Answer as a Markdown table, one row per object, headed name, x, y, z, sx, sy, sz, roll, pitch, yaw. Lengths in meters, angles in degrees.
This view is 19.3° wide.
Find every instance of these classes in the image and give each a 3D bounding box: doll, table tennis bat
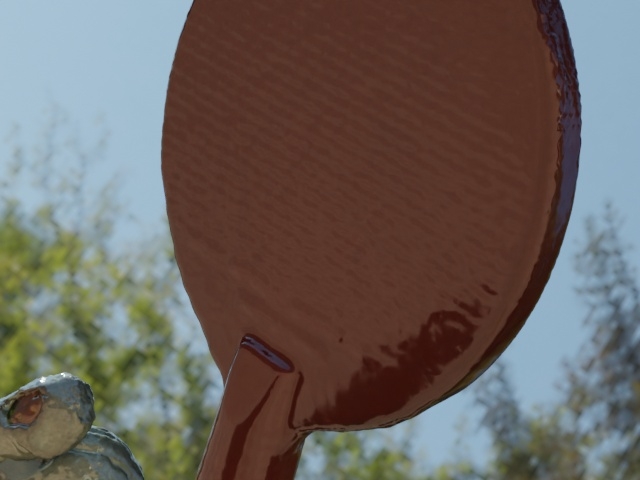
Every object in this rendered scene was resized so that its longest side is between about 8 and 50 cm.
| name | x | y | z | sx | sy | sz | roll | pitch | yaw |
| --- | --- | --- | --- | --- | --- | --- | --- | --- | --- |
| doll | -0.137 | 0.146 | 0.945 | 0.103 | 0.071 | 0.214 | -1 | -49 | -4 |
| table tennis bat | 0.000 | 0.000 | 0.989 | 0.268 | 0.051 | 0.415 | 32 | -66 | 36 |
